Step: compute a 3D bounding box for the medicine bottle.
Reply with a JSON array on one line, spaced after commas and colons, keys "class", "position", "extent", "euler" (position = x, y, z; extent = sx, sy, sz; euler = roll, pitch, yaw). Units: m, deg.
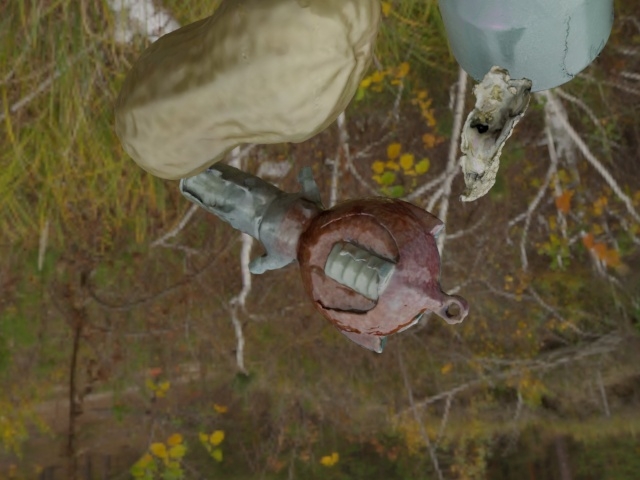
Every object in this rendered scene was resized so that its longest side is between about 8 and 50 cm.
[{"class": "medicine bottle", "position": [0.268, -0.377, 1.123], "extent": [0.245, 0.244, 0.290], "euler": [-12, 153, 14]}]

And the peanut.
[{"class": "peanut", "position": [-0.060, -0.115, 0.613], "extent": [0.124, 0.123, 0.257], "euler": [17, 148, -42]}]

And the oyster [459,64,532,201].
[{"class": "oyster", "position": [0.239, -0.154, 1.168], "extent": [0.061, 0.106, 0.200], "euler": [-16, 155, -33]}]

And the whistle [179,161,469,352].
[{"class": "whistle", "position": [0.000, -0.001, 0.875], "extent": [0.134, 0.346, 0.142], "euler": [-26, 138, -55]}]
